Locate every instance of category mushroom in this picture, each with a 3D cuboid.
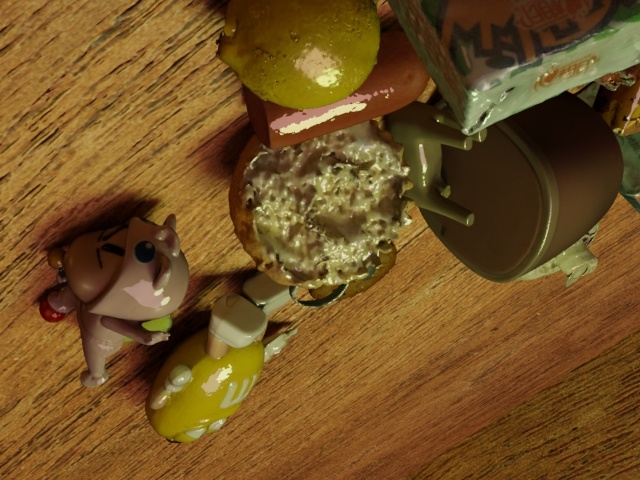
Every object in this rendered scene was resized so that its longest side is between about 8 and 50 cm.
[{"bbox_3d":[0.458,-0.009,1.931,0.246,0.202,0.246,-31,158,-14],"label":"mushroom"}]

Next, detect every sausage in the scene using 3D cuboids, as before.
[{"bbox_3d":[0.032,-0.207,1.311,0.259,0.114,0.114,-21,152,-11],"label":"sausage"}]

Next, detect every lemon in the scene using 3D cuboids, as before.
[{"bbox_3d":[-0.025,-0.238,1.140,0.206,0.174,0.173,-12,149,-29],"label":"lemon"}]

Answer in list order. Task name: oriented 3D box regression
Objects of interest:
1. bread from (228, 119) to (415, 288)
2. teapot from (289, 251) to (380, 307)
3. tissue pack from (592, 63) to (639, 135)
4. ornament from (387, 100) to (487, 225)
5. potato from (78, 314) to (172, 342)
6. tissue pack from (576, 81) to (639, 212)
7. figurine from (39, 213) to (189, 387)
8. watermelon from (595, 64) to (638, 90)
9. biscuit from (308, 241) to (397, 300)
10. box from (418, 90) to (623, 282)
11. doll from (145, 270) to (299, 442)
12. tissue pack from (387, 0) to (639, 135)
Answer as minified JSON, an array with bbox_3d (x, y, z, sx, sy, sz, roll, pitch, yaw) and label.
[{"bbox_3d":[-0.005,-0.063,1.425,0.274,0.274,0.149,-23,-169,-10],"label":"bread"},{"bbox_3d":[0.000,0.000,1.586,0.148,0.162,0.239,-5,116,-20],"label":"teapot"},{"bbox_3d":[0.532,-0.293,1.553,0.183,0.092,0.226,-21,137,-39],"label":"tissue pack"},{"bbox_3d":[0.151,-0.111,1.529,0.061,0.244,0.230,-33,132,-29],"label":"ornament"},{"bbox_3d":[-0.323,0.126,1.618,0.119,0.054,0.197,-43,153,27],"label":"potato"},{"bbox_3d":[0.574,-0.139,1.778,0.103,0.228,0.315,-37,151,18],"label":"tissue pack"},{"bbox_3d":[-0.313,0.080,1.424,0.186,0.176,0.287,24,131,-29],"label":"figurine"},{"bbox_3d":[0.432,-0.295,1.504,0.121,0.158,0.098,-47,157,-25],"label":"watermelon"},{"bbox_3d":[0.060,0.057,1.868,0.187,0.027,0.188,-23,153,-12],"label":"biscuit"},{"bbox_3d":[0.315,-0.108,1.554,0.216,0.301,0.301,-23,154,-33],"label":"box"},{"bbox_3d":[-0.172,0.210,1.797,0.348,0.161,0.423,-34,160,-19],"label":"doll"},{"bbox_3d":[0.193,-0.298,1.079,0.227,0.311,0.128,-24,157,-5],"label":"tissue pack"}]
